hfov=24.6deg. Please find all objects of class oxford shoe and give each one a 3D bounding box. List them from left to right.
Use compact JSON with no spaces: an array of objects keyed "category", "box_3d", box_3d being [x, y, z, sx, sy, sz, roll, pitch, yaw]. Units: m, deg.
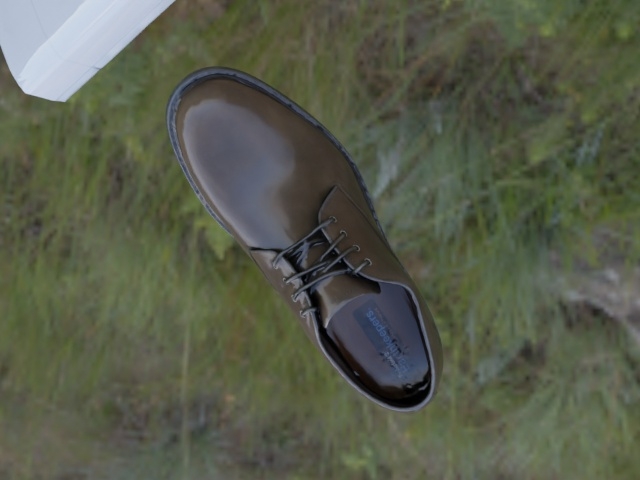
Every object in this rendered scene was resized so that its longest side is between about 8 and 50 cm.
[{"category":"oxford shoe","box_3d":[0.000,0.000,0.802,0.083,0.096,0.227,-39,103,4]}]

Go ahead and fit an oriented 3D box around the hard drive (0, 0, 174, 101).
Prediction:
[{"category":"hard drive","box_3d":[-0.079,-0.274,0.816,0.353,0.233,0.047,-38,153,27]}]
